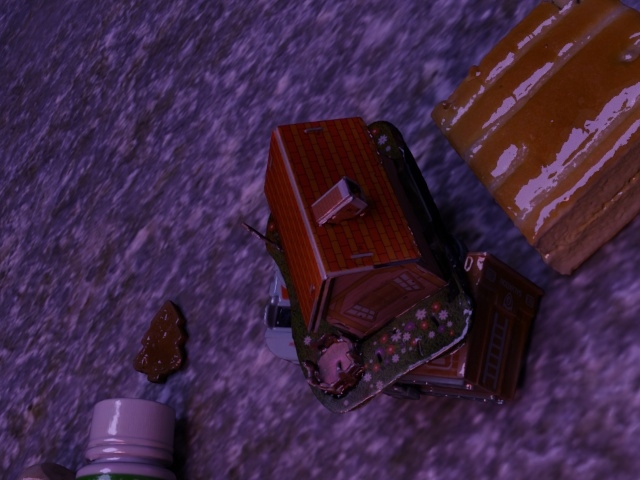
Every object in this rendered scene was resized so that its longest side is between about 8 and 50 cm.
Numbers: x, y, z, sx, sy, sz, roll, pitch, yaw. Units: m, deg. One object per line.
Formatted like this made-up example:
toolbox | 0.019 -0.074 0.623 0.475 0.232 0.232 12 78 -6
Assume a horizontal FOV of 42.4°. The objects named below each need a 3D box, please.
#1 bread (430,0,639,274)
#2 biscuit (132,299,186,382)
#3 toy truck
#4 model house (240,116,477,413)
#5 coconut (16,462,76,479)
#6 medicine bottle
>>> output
bread | 0.267 -0.135 0.873 0.246 0.111 0.239 -44 46 17
biscuit | -0.239 0.155 1.267 0.119 0.019 0.130 -8 64 41
toy truck | 0.075 0.092 0.918 0.305 0.136 0.162 -2 68 42
model house | 0.001 0.000 0.825 0.207 0.154 0.294 -36 50 22
coconut | -0.428 0.404 1.249 0.110 0.110 0.124 33 90 47
medicine bottle | -0.261 0.341 1.107 0.139 0.139 0.237 -19 56 36
